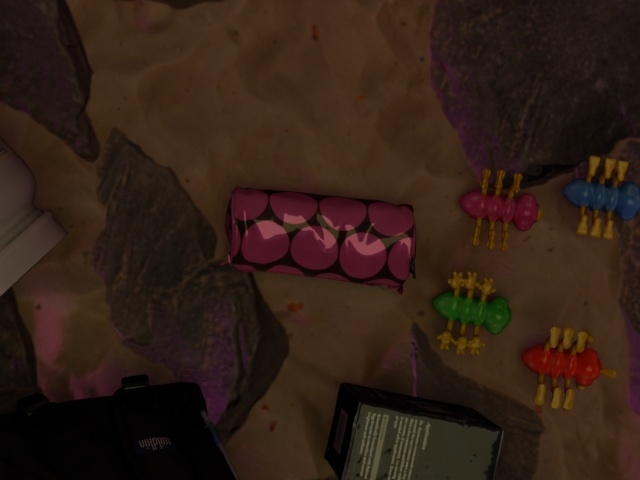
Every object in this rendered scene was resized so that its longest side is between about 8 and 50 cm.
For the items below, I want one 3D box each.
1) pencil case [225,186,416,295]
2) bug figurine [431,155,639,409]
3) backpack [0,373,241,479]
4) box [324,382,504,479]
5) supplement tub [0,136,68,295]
[{"bbox_3d":[0.000,0.000,1.655,0.209,0.095,0.098,7,108,-4],"label":"pencil case"},{"bbox_3d":[0.243,0.034,1.690,0.216,0.072,0.279,14,96,-1],"label":"bug figurine"},{"bbox_3d":[-0.177,0.334,1.506,0.290,0.355,0.273,-10,122,-32],"label":"backpack"},{"bbox_3d":[0.097,0.218,1.642,0.158,0.156,0.093,12,91,-7],"label":"box"},{"bbox_3d":[-0.434,-0.059,1.528,0.235,0.235,0.325,-43,97,-2],"label":"supplement tub"}]
